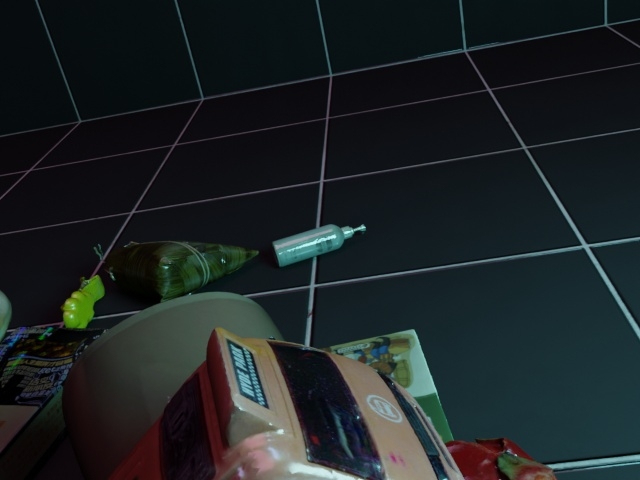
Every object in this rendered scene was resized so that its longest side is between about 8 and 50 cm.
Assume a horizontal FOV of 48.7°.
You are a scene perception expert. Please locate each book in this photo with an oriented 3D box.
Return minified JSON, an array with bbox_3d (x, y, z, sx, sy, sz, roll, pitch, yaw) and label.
[{"bbox_3d":[0.062,0.226,0.999,0.202,0.027,0.264,-11,27,1],"label":"book"}]

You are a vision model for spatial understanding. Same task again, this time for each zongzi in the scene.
[{"bbox_3d":[-0.291,0.045,1.441,0.248,0.111,0.241,6,14,43],"label":"zongzi"}]

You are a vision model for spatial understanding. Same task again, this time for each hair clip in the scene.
[{"bbox_3d":[-0.463,0.124,1.380,0.046,0.072,0.173,-14,18,3],"label":"hair clip"}]

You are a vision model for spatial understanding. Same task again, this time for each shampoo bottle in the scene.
[{"bbox_3d":[0.000,0.000,1.426,0.195,0.056,0.056,-18,28,-10],"label":"shampoo bottle"}]

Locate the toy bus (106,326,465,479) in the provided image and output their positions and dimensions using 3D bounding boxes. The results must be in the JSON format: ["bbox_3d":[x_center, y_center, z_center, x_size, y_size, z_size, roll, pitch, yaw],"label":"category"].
[{"bbox_3d":[-0.094,0.280,0.566,0.427,0.233,0.203,-51,27,10],"label":"toy bus"}]

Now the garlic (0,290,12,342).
[{"bbox_3d":[-0.644,0.179,1.268,0.228,0.110,0.217,17,72,34],"label":"garlic"}]

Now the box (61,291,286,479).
[{"bbox_3d":[-0.124,0.238,0.790,0.301,0.301,0.216,-22,36,-17],"label":"box"}]

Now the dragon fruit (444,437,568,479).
[{"bbox_3d":[0.128,0.294,0.664,0.234,0.234,0.293,-34,23,-36],"label":"dragon fruit"}]

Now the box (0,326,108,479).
[{"bbox_3d":[-0.479,0.257,1.105,0.198,0.084,0.310,-2,29,20],"label":"box"}]
